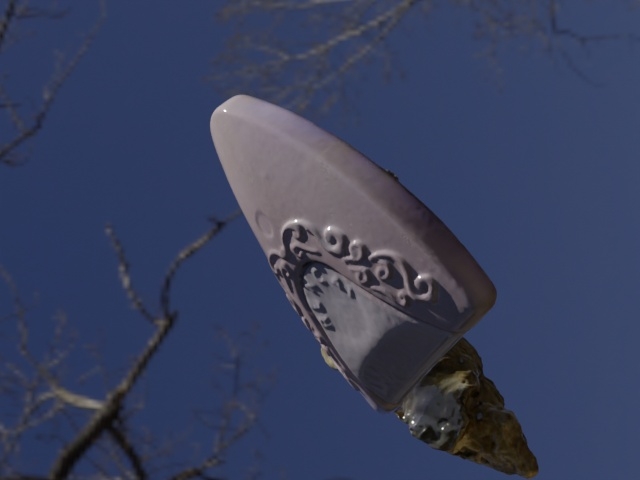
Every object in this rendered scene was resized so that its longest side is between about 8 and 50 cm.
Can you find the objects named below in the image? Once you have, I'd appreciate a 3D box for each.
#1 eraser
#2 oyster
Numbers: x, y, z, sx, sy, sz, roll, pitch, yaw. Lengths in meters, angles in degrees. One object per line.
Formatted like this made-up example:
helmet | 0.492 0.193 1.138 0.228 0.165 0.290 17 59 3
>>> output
eraser | -0.001 0.001 1.044 0.059 0.204 0.243 -36 -102 -29
oyster | 0.148 0.201 1.993 0.166 0.341 0.110 -42 -28 0
